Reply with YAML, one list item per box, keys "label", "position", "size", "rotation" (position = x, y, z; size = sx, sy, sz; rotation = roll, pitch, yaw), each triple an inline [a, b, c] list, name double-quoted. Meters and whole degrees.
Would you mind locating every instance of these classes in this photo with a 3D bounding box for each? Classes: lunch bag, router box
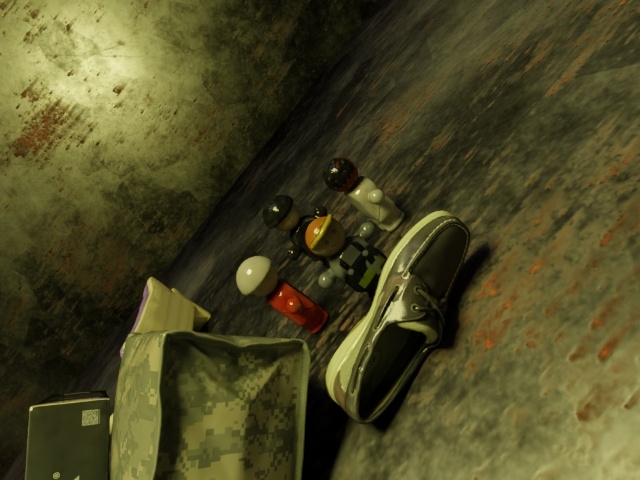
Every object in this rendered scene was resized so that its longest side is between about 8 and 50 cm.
- label: "lunch bag"
  position: [-0.131, 0.242, 0.478]
  size: [0.235, 0.169, 0.286]
  rotation: [-21, 62, 58]
- label: "router box"
  position: [-0.304, 0.347, 0.555]
  size: [0.243, 0.081, 0.308]
  rotation: [151, 118, -61]

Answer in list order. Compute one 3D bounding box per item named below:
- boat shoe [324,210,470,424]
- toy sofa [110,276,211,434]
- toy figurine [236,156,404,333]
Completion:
- label: "boat shoe"
  position: [0.087, 0.077, 0.446]
  size: [0.223, 0.080, 0.073]
  rotation: [-57, 26, 0]
- label: "toy sofa"
  position: [-0.342, 0.233, 0.947]
  size: [0.150, 0.177, 0.362]
  rotation: [-49, 21, 5]
- label: "toy figurine"
  position: [0.000, 0.000, 0.650]
  size: [0.209, 0.148, 0.213]
  rotation: [-33, 26, 40]
